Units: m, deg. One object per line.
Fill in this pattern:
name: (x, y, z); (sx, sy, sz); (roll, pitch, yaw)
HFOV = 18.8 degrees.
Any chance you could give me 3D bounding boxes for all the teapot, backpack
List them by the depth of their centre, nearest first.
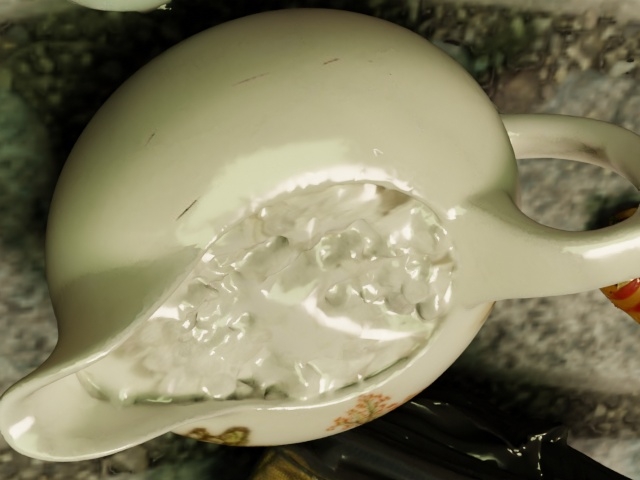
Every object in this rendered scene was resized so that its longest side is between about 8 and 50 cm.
teapot: (0.000, 0.000, 0.813); (0.298, 0.139, 0.204); (-21, 127, -6)
backpack: (0.083, 0.176, 0.946); (0.258, 0.133, 0.206); (22, 115, 6)

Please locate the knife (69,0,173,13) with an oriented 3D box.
knife: (0.067, -0.191, 0.766); (0.398, 0.038, 0.132); (-16, 130, -12)

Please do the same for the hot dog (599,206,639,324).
hot dog: (0.188, 0.025, 0.969); (0.144, 0.038, 0.062); (29, 110, -35)
